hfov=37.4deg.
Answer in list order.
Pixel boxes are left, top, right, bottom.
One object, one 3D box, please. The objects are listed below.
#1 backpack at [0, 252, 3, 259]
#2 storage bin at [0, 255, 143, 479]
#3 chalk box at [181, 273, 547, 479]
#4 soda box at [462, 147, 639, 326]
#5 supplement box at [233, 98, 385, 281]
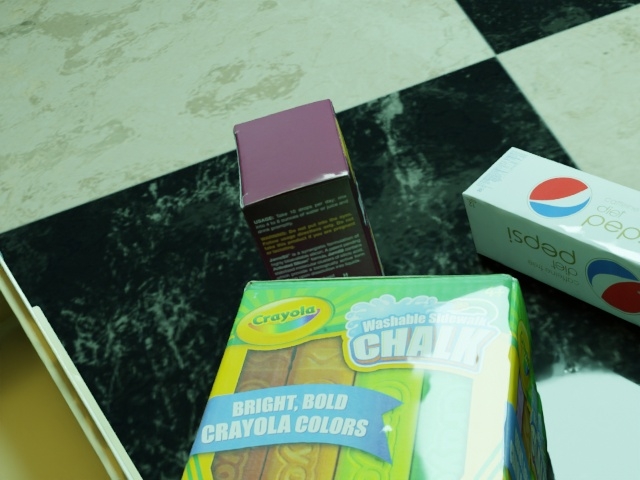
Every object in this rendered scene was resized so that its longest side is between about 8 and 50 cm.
[{"bbox_3d":[-0.451,0.063,0.801,0.355,0.290,0.273,-16,84,-13],"label":"backpack"},{"bbox_3d":[-0.267,0.184,0.637,0.262,0.123,0.260,-32,67,-13],"label":"storage bin"},{"bbox_3d":[0.040,0.136,0.580,0.180,0.179,0.289,-4,43,17],"label":"chalk box"},{"bbox_3d":[0.218,0.002,0.734,0.069,0.074,0.216,-41,44,-22],"label":"soda box"},{"bbox_3d":[0.000,0.000,0.737,0.081,0.188,0.104,-16,41,5],"label":"supplement box"}]
